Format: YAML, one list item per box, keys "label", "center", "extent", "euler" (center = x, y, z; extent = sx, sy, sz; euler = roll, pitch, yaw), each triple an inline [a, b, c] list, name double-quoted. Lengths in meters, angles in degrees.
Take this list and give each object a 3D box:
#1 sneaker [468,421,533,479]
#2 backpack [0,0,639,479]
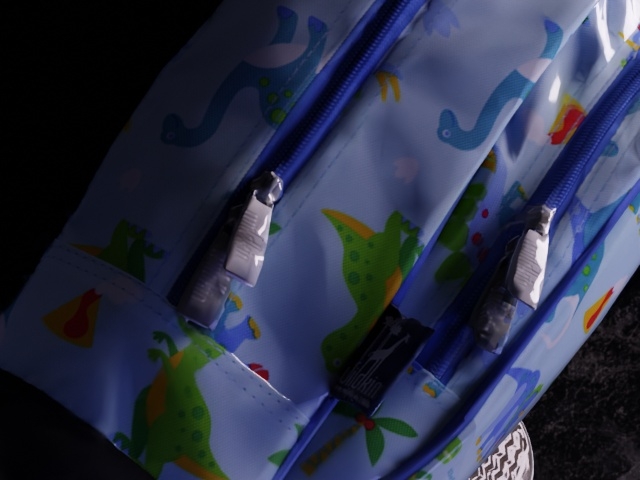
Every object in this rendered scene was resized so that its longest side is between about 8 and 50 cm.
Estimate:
- label: "sneaker"
  center: [-0.026, 0.114, 1.028]
  extent: [0.123, 0.290, 0.106]
  euler: [-30, -133, 47]
- label: "backpack"
  center: [0.000, 0.000, 0.730]
  extent: [0.290, 0.273, 0.356]
  euler: [98, 13, -70]
